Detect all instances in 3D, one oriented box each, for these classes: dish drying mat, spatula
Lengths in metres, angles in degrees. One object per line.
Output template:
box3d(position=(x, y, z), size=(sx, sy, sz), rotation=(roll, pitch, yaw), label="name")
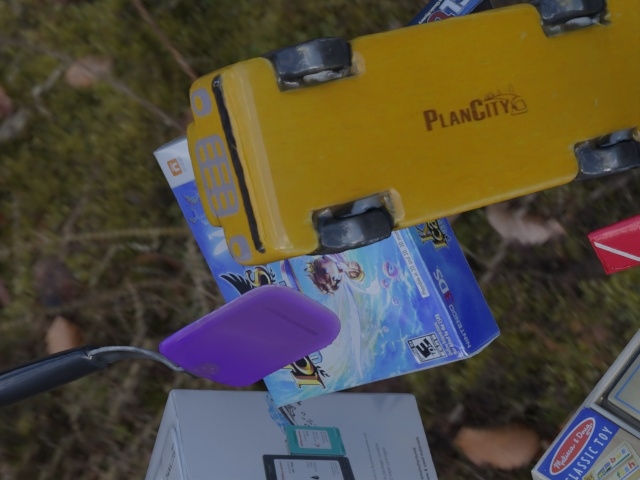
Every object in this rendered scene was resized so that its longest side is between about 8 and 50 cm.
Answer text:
box3d(position=(0.190, -0.005, 0.982), size=(0.083, 0.032, 0.008), rotation=(-19, 30, 20), label="dish drying mat")
box3d(position=(-0.118, 0.074, 1.086), size=(0.296, 0.084, 0.030), rotation=(-13, 61, 36), label="spatula")

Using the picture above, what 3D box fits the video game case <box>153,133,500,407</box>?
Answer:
box3d(position=(0.000, 0.000, 1.595), size=(0.244, 0.061, 0.269), rotation=(-19, 99, 45), label="video game case")

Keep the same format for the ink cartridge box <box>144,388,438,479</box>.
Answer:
box3d(position=(-0.035, 0.290, 1.874), size=(0.270, 0.198, 0.197), rotation=(2, 45, -17), label="ink cartridge box")

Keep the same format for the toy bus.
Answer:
box3d(position=(0.073, -0.070, 1.019), size=(0.130, 0.332, 0.108), rotation=(-10, 94, 58), label="toy bus")

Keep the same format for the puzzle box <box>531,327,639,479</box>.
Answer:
box3d(position=(0.437, 0.153, 1.792), size=(0.272, 0.052, 0.409), rotation=(32, 73, 26), label="puzzle box")

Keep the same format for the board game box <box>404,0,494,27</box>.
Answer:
box3d(position=(0.122, -0.137, 1.772), size=(0.165, 0.243, 0.042), rotation=(-46, 62, -3), label="board game box")
